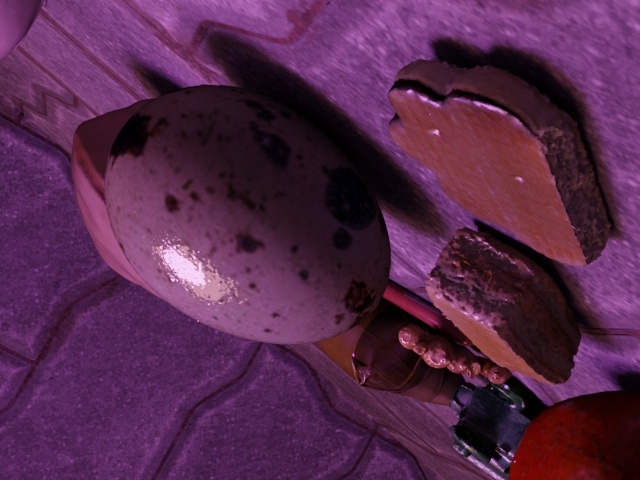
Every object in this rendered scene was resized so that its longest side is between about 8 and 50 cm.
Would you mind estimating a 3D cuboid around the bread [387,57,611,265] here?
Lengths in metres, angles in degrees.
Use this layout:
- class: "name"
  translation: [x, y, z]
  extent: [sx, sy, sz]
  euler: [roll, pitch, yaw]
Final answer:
- class: "bread"
  translation: [0.151, -0.079, 1.067]
  extent: [0.207, 0.056, 0.286]
  euler: [30, 166, 29]

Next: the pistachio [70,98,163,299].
- class: "pistachio"
  translation: [-0.205, -0.035, 1.871]
  extent: [0.445, 0.281, 0.365]
  euler: [45, -162, 8]

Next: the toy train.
- class: "toy train"
  translation: [0.327, 0.334, 1.962]
  extent: [0.266, 0.145, 0.202]
  euler: [34, 172, 27]

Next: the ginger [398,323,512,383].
- class: "ginger"
  translation: [0.204, 0.181, 1.871]
  extent: [0.193, 0.053, 0.176]
  euler: [27, 178, -1]

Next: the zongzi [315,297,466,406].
- class: "zongzi"
  translation: [0.110, 0.178, 2.086]
  extent: [0.289, 0.154, 0.317]
  euler: [40, 180, 44]

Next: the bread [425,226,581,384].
- class: "bread"
  translation: [0.218, 0.082, 1.392]
  extent: [0.138, 0.102, 0.196]
  euler: [32, 171, 45]

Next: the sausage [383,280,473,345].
- class: "sausage"
  translation: [0.166, 0.113, 1.894]
  extent: [0.223, 0.029, 0.029]
  euler: [30, 166, 40]

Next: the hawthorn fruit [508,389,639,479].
- class: "hawthorn fruit"
  translation: [0.346, 0.308, 1.473]
  extent: [0.254, 0.254, 0.300]
  euler: [42, 159, -16]

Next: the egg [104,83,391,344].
- class: "egg"
  translation: [-0.086, -0.029, 1.477]
  extent: [0.379, 0.288, 0.287]
  euler: [27, 169, 3]

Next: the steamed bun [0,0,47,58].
- class: "steamed bun"
  translation: [-0.514, -0.344, 1.471]
  extent: [0.309, 0.309, 0.309]
  euler: [38, 169, 8]
